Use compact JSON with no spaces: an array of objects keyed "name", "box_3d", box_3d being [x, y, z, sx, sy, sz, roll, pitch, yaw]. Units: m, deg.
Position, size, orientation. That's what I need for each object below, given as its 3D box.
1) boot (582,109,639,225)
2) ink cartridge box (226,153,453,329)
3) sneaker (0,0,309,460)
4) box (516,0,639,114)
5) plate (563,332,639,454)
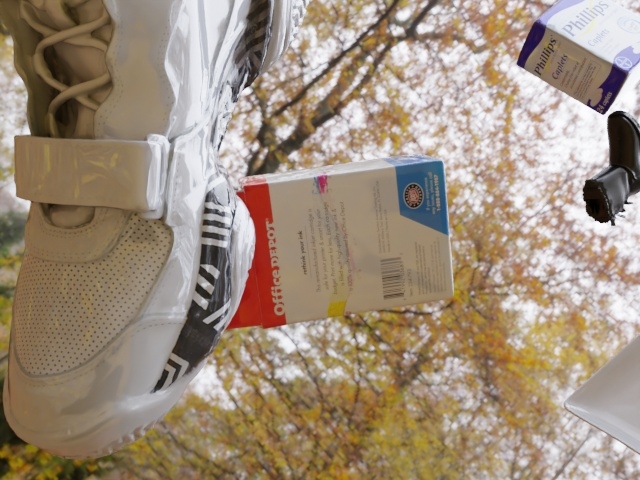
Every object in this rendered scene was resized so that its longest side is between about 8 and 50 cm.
[{"name":"boot","box_3d":[0.360,-0.087,0.932,0.045,0.099,0.121,11,-50,56]},{"name":"ink cartridge box","box_3d":[0.000,0.000,0.707,0.078,0.231,0.134,-124,-153,-76]},{"name":"sneaker","box_3d":[-0.124,-0.086,0.381,0.137,0.365,0.210,4,-20,30]},{"name":"box","box_3d":[0.351,-0.250,0.977,0.137,0.126,0.072,37,-34,20]},{"name":"plate","box_3d":[0.524,0.207,1.028,0.045,0.278,0.277,55,-11,-24]}]
